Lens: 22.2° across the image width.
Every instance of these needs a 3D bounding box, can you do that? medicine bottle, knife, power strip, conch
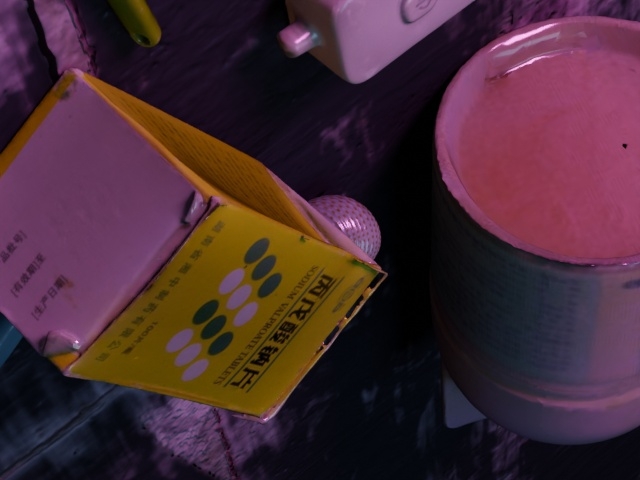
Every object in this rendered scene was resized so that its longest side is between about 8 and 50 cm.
[{"bbox_3d":[-0.090,0.012,1.000,0.137,0.141,0.250,-53,153,7],"label":"medicine bottle"},{"bbox_3d":[-0.119,-0.150,0.854,0.026,0.022,0.184,-66,158,-17],"label":"knife"},{"bbox_3d":[0.124,-0.229,1.051,0.385,0.062,0.091,-38,150,-16],"label":"power strip"},{"bbox_3d":[0.207,0.032,1.346,0.235,0.236,0.406,-36,151,-19],"label":"medicine bottle"},{"bbox_3d":[0.000,-0.003,1.202,0.085,0.057,0.076,20,135,-30],"label":"conch"}]

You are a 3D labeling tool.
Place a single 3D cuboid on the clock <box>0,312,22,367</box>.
[{"bbox_3d":[-0.245,0.062,0.947,0.108,0.045,0.147,-53,153,13],"label":"clock"}]
